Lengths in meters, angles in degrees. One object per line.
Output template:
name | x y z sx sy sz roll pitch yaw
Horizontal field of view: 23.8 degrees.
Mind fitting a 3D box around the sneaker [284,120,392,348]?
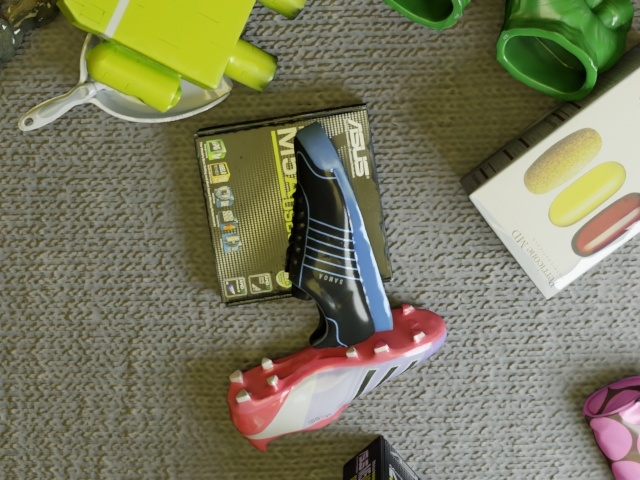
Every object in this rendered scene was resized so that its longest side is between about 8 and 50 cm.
sneaker | 0.000 0.000 1.533 0.090 0.081 0.232 -19 101 -4

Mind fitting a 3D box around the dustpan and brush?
dustpan and brush | -0.215 -0.167 1.567 0.211 0.060 0.147 -27 97 5

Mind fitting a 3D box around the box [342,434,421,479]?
box | 0.127 0.345 1.557 0.060 0.216 0.270 -40 95 8

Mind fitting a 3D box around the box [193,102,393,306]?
box | -0.027 -0.037 1.590 0.184 0.045 0.191 -8 99 4

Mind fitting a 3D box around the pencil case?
pencil case | 0.363 0.245 1.601 0.098 0.095 0.209 -28 99 -10

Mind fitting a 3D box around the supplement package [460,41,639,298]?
supplement package | 0.279 -0.074 1.529 0.244 0.134 0.139 -38 96 7

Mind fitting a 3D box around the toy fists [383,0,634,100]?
toy fists | 0.181 -0.259 1.500 0.279 0.142 0.096 28 140 -2

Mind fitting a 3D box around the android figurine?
android figurine | -0.152 -0.261 1.514 0.272 0.056 0.248 23 86 -19

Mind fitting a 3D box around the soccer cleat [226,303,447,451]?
soccer cleat | 0.021 0.145 1.609 0.248 0.083 0.095 -22 127 0

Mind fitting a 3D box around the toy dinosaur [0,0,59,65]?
toy dinosaur | -0.384 -0.200 1.570 0.118 0.064 0.268 43 101 -11
